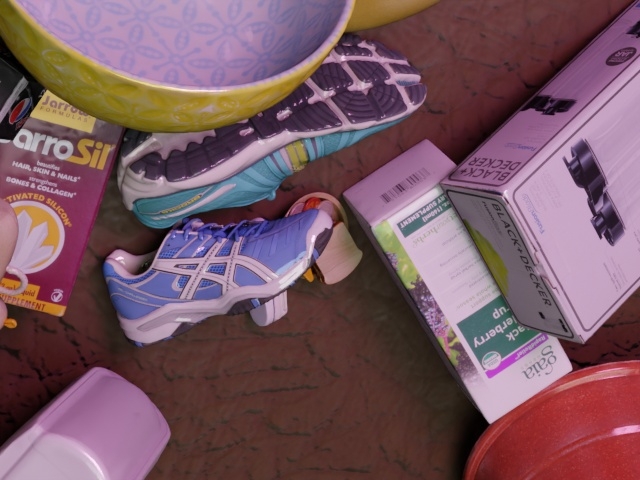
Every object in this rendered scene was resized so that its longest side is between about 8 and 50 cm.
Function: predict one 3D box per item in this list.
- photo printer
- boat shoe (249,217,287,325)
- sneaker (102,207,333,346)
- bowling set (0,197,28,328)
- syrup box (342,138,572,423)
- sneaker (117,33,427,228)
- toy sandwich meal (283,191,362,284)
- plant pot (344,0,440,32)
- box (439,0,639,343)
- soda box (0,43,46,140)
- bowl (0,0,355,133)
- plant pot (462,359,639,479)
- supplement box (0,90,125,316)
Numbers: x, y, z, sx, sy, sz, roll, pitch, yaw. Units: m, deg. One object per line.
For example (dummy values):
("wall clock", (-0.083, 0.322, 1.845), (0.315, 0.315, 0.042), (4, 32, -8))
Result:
("photo printer", (-0.240, 0.228, 1.386), (0.107, 0.307, 0.256), (42, 97, -1))
("boat shoe", (-0.044, 0.025, 1.512), (0.035, 0.035, 0.100), (-21, 114, -38))
("sneaker", (-0.089, 0.018, 1.445), (0.211, 0.080, 0.081), (-24, 108, 15))
("bowling set", (-0.350, -0.037, 1.323), (0.287, 0.200, 0.154), (14, 130, -4))
("syrup box", (0.123, 0.038, 1.529), (0.093, 0.096, 0.237), (-33, 115, -2))
("sneaker", (-0.043, -0.091, 1.441), (0.275, 0.107, 0.110), (-21, 151, -16))
("toy sandwich meal", (0.000, 0.000, 1.500), (0.086, 0.029, 0.085), (-11, 108, -37))
("plant pot", (0.033, -0.223, 1.393), (0.134, 0.134, 0.095), (34, 123, -25))
("box", (0.254, -0.071, 1.476), (0.290, 0.087, 0.169), (-44, 119, -21))
("soda box", (-0.290, -0.147, 1.307), (0.169, 0.053, 0.060), (36, 99, 11))
("bowl", (-0.131, -0.182, 1.308), (0.290, 0.289, 0.156), (4, 147, -18))
("plant pot", (0.290, 0.296, 1.544), (0.272, 0.265, 0.272), (-7, 132, -8))
("supplement box", (-0.234, -0.046, 1.397), (0.104, 0.081, 0.188), (14, 106, -21))
